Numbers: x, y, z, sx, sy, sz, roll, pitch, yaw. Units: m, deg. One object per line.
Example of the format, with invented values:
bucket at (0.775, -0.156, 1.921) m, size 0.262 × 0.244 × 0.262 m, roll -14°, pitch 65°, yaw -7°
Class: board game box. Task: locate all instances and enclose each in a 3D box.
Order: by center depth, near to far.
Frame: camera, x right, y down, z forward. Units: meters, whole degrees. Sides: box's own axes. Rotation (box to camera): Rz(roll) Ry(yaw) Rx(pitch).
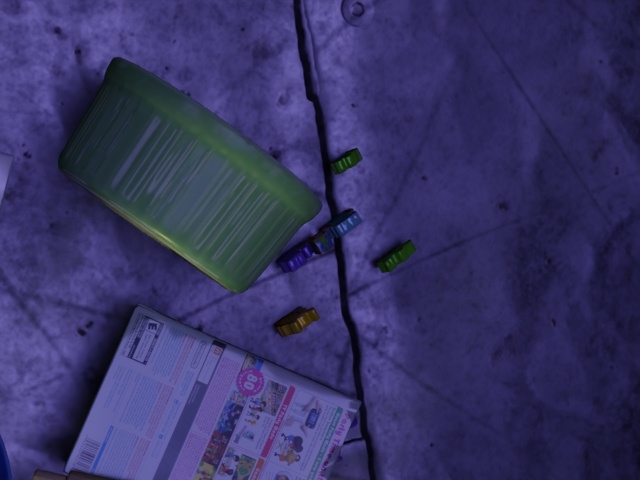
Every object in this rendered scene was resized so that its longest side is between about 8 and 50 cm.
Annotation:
board game box at (-0.133, 0.239, 1.853) m, size 0.303 × 0.097 × 0.224 m, roll 25°, pitch 83°, yaw -5°

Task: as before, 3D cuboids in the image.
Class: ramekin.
ramekin at (-0.162, -0.068, 1.767) m, size 0.303 × 0.303 × 0.148 m, roll 37°, pitch 86°, yaw -19°

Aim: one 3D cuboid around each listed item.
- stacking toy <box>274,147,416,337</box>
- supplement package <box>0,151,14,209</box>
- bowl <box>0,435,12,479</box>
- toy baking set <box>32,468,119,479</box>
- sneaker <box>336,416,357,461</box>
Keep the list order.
stacking toy at (0.000, 0.000, 1.965) m, size 0.221 × 0.052 × 0.167 m, roll -34°, pitch 105°, yaw -20°
supplement package at (-0.478, -0.022, 1.652) m, size 0.199 × 0.263 × 0.198 m, roll 15°, pitch 86°, yaw -21°
bowl at (-0.517, 0.230, 1.610) m, size 0.391 × 0.391 × 0.077 m, roll 34°, pitch 117°, yaw -19°
toy baking set at (-0.252, 0.355, 1.809) m, size 0.256 × 0.030 × 0.197 m, roll 9°, pitch 131°, yaw 1°
sneaker at (-0.008, 0.286, 1.961) m, size 0.071 × 0.068 × 0.170 m, roll 44°, pitch 79°, yaw -30°
